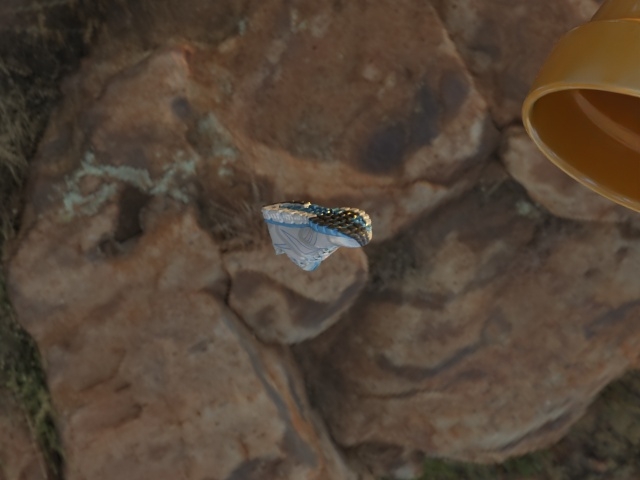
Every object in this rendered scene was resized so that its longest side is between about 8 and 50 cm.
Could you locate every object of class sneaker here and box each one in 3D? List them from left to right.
[{"bbox_3d":[0.000,0.000,1.432,0.071,0.190,0.083,-15,106,-34],"label":"sneaker"}]

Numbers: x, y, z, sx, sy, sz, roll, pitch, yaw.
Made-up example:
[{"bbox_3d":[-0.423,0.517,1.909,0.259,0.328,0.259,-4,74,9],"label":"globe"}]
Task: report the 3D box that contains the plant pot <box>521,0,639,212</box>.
[{"bbox_3d":[0.276,-0.134,0.822,0.205,0.205,0.188,38,73,-43],"label":"plant pot"}]
